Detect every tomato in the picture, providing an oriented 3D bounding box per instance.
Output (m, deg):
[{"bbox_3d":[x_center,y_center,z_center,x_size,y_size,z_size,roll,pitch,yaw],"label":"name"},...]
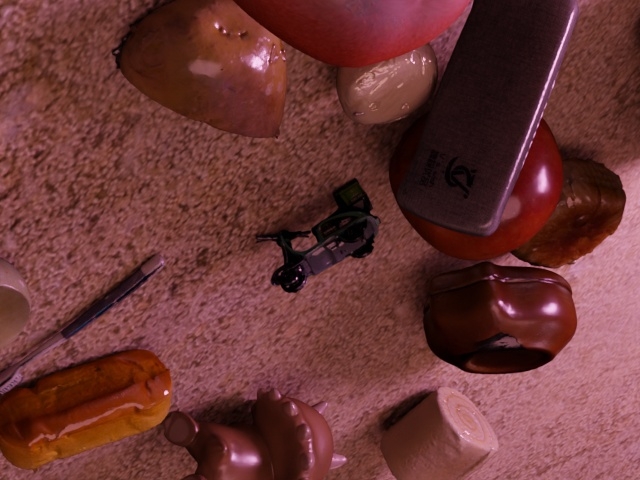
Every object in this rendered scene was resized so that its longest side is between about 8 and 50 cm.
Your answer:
[{"bbox_3d":[0.037,-0.341,1.518,0.341,0.273,0.341,-19,140,-17],"label":"tomato"}]

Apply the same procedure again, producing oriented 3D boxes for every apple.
[{"bbox_3d":[0.210,-0.079,1.972,0.230,0.230,0.230,-19,140,-17],"label":"apple"}]

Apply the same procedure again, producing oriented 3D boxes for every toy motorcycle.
[{"bbox_3d":[0.000,0.000,2.004,0.173,0.100,0.058,-33,141,-4],"label":"toy motorcycle"}]

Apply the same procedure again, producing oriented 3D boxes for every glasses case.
[{"bbox_3d":[0.205,-0.167,1.833,0.074,0.131,0.323,44,67,-78],"label":"glasses case"}]

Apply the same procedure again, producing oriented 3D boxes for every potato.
[{"bbox_3d":[-0.099,-0.200,1.722,0.243,0.098,0.138,10,124,-42],"label":"potato"}]

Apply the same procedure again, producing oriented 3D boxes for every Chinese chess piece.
[{"bbox_3d":[-0.422,0.080,1.829,0.144,0.058,0.144,-19,141,-16],"label":"Chinese chess piece"}]

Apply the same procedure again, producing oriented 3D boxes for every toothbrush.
[{"bbox_3d":[-0.315,0.111,1.964,0.288,0.024,0.026,-38,142,6],"label":"toothbrush"}]

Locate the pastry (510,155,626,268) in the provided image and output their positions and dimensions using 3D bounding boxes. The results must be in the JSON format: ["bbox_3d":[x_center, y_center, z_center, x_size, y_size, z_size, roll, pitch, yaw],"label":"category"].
[{"bbox_3d":[0.347,-0.039,2.203,0.192,0.093,0.182,7,134,-43],"label":"pastry"}]

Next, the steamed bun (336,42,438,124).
[{"bbox_3d":[0.074,-0.207,1.835,0.130,0.091,0.112,-25,138,-7],"label":"steamed bun"}]

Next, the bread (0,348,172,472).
[{"bbox_3d":[-0.315,0.222,2.025,0.245,0.102,0.094,-17,146,-17],"label":"bread"}]

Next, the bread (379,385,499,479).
[{"bbox_3d":[0.191,0.329,2.461,0.141,0.134,0.148,-42,131,18],"label":"bread"}]

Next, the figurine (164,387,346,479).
[{"bbox_3d":[-0.082,0.304,2.208,0.247,0.177,0.173,25,134,-39],"label":"figurine"}]

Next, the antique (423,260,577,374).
[{"bbox_3d":[0.267,0.120,2.259,0.223,0.129,0.278,-15,158,21],"label":"antique"}]
